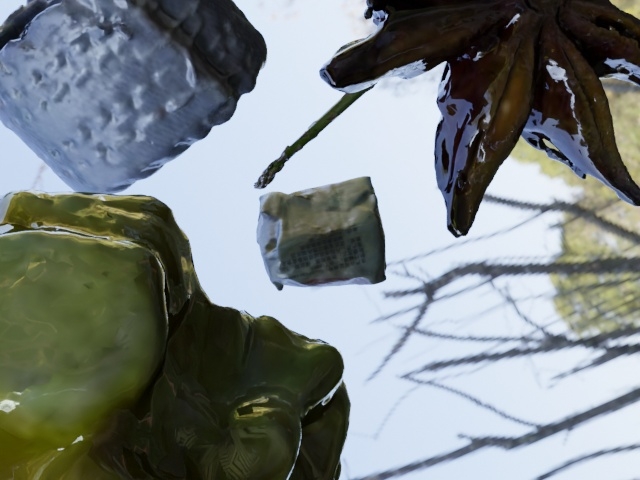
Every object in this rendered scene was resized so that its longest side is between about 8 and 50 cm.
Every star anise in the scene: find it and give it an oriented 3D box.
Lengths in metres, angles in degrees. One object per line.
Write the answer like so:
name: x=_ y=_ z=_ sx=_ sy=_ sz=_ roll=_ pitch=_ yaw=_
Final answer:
star anise: x=0.101 y=-0.130 z=0.607 sx=0.272 sy=0.272 sz=0.102 roll=56 pitch=163 yaw=-13

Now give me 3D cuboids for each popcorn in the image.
popcorn: x=-0.123 y=0.138 z=0.506 sx=0.294 sy=0.292 sz=0.334 roll=22 pitch=154 yaw=47

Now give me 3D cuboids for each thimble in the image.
thimble: x=-0.179 y=-0.158 z=0.935 sx=0.172 sy=0.236 sz=0.205 roll=47 pitch=-122 yaw=-28

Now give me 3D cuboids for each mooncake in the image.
mooncake: x=0.000 y=0.000 z=1.043 sx=0.130 sy=0.125 sz=0.073 roll=-98 pitch=-1 yaw=-58

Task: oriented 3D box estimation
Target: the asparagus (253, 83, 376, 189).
asparagus: x=-0.006 y=-0.158 z=1.525 sx=0.025 sy=0.248 sz=0.024 roll=51 pitch=165 yaw=-18
